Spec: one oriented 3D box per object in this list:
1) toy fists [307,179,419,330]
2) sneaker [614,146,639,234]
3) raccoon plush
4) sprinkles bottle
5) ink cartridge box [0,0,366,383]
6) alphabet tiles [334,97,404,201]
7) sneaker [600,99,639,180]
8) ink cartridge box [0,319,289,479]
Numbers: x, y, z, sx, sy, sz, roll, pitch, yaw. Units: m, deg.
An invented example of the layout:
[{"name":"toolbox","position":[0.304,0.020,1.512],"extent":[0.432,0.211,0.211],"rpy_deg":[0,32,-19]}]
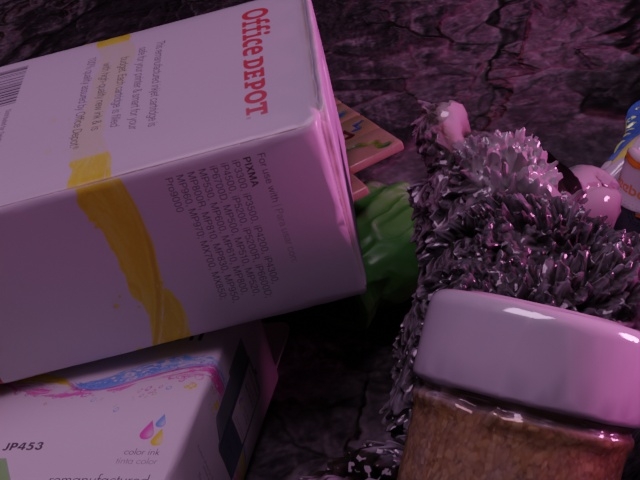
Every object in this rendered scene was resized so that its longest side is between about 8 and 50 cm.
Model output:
[{"name":"toy fists","position":[0.000,0.000,1.202],"extent":[0.279,0.096,0.142],"rpy_deg":[13,47,47]},{"name":"sneaker","position":[0.399,-0.064,1.126],"extent":[0.321,0.127,0.126],"rpy_deg":[-20,34,-19]},{"name":"raccoon plush","position":[0.067,0.044,0.891],"extent":[0.447,0.216,0.299],"rpy_deg":[-12,37,-37]},{"name":"sprinkles bottle","position":[0.076,0.207,0.665],"extent":[0.121,0.355,0.121],"rpy_deg":[14,-3,1]},{"name":"ink cartridge box","position":[-0.169,-0.043,1.053],"extent":[0.385,0.160,0.279],"rpy_deg":[-14,30,5]},{"name":"alphabet tiles","position":[-0.085,-0.057,1.250],"extent":[0.285,0.011,0.342],"rpy_deg":[-27,24,-9]},{"name":"sneaker","position":[0.322,-0.080,1.243],"extent":[0.240,0.091,0.126],"rpy_deg":[-29,18,-22]},{"name":"ink cartridge box","position":[-0.162,0.138,1.038],"extent":[0.207,0.119,0.353],"rpy_deg":[-4,34,16]}]
